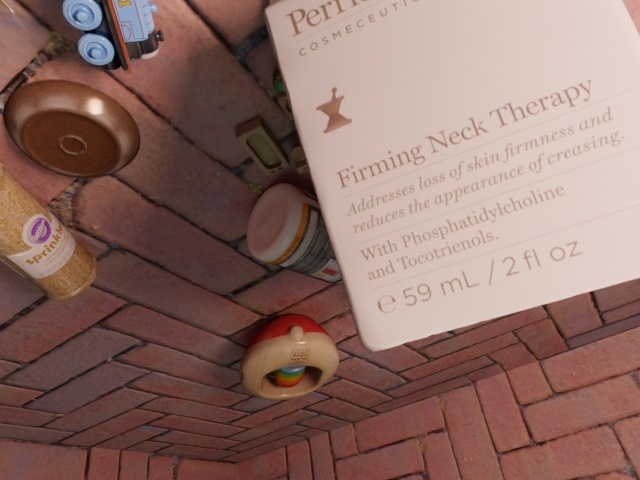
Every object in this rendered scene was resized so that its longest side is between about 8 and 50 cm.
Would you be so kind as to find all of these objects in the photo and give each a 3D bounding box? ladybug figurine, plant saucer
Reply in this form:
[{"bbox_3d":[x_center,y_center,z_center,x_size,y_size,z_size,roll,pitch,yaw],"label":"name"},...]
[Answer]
[{"bbox_3d":[-0.100,0.359,1.422,0.304,0.162,0.449,1,143,-15],"label":"ladybug figurine"},{"bbox_3d":[-0.397,-0.163,0.737,0.198,0.036,0.199,-8,145,-5],"label":"plant saucer"}]

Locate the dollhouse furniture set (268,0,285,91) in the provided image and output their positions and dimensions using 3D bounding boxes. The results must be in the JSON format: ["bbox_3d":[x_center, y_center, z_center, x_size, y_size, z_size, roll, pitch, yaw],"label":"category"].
[{"bbox_3d":[-0.040,-0.296,0.661,0.076,0.059,0.152,4,123,-8],"label":"dollhouse furniture set"}]

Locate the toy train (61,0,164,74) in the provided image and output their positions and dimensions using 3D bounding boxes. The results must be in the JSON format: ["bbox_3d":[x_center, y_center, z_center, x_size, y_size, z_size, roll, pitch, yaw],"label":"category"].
[{"bbox_3d":[-0.257,-0.295,0.560,0.105,0.080,0.184,-10,145,-11],"label":"toy train"}]

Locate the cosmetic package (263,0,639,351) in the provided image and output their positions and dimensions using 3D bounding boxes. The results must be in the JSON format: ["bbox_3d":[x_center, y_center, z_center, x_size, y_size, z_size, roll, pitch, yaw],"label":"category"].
[{"bbox_3d":[0.175,-0.106,0.582,0.329,0.394,0.327,-20,168,13],"label":"cosmetic package"}]

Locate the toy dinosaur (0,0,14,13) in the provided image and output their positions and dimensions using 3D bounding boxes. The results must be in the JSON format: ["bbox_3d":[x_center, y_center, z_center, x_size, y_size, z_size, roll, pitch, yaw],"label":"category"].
[{"bbox_3d":[-0.458,-0.311,0.520,0.182,0.053,0.093,1,159,-4],"label":"toy dinosaur"}]

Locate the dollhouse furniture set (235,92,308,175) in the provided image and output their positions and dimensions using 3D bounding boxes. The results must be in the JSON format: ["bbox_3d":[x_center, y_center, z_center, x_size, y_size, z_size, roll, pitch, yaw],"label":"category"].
[{"bbox_3d":[-0.052,-0.147,0.768,0.151,0.123,0.144,-20,146,13],"label":"dollhouse furniture set"}]

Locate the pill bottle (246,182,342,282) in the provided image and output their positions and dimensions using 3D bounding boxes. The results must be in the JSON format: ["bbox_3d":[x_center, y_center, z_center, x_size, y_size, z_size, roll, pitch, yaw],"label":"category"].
[{"bbox_3d":[0.000,0.000,0.958,0.278,0.162,0.162,23,133,-37],"label":"pill bottle"}]

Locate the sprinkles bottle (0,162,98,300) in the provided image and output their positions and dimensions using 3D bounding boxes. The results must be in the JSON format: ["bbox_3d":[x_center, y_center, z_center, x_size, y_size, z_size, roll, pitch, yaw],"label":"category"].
[{"bbox_3d":[-0.542,-0.025,0.816,0.121,0.121,0.356,-11,145,1],"label":"sprinkles bottle"}]
